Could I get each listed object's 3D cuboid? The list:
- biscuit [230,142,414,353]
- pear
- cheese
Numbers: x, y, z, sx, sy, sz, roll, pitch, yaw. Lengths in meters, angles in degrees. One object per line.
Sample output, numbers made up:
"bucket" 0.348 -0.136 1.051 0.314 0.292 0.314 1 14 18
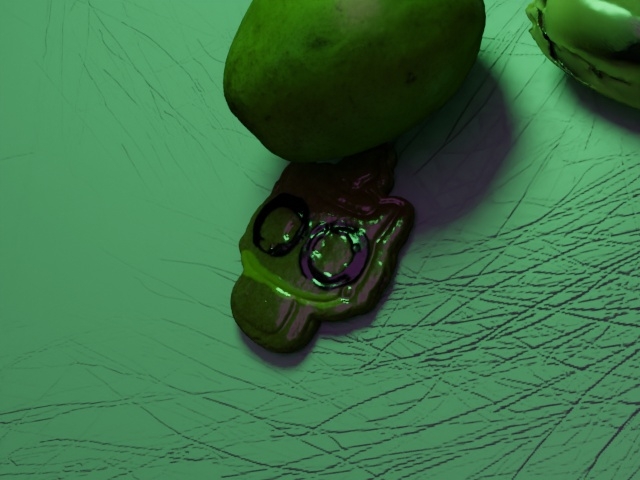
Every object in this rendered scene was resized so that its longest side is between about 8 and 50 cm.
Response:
"biscuit" 0.000 0.000 1.091 0.208 0.041 0.290 28 83 32
"pear" 0.039 -0.225 1.049 0.307 0.253 0.253 -39 56 20
"cheese" 0.378 -0.251 0.969 0.315 0.128 0.260 10 70 22
